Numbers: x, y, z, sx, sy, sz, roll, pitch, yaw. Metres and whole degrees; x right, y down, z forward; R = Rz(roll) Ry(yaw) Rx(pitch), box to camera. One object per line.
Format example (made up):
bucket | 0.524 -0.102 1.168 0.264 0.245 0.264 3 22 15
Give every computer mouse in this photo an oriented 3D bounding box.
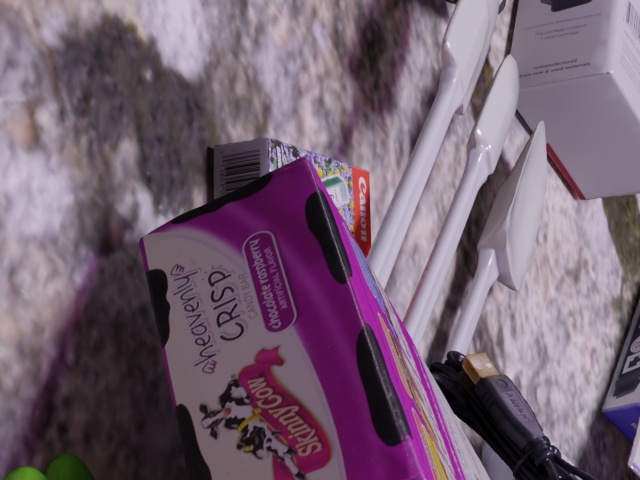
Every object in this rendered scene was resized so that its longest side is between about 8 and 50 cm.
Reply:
computer mouse | 0.097 0.114 0.787 0.106 0.042 0.193 48 -3 24

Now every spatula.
spatula | 0.061 0.000 0.776 0.168 0.019 0.242 76 29 -46

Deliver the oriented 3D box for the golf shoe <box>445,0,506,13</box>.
golf shoe | 0.082 -0.198 0.858 0.086 0.067 0.186 47 55 -53

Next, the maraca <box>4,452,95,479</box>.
maraca | -0.056 0.145 0.519 0.127 0.099 0.185 54 15 -42

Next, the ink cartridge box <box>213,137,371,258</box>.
ink cartridge box | 0.000 0.000 0.704 0.115 0.029 0.063 14 72 -57

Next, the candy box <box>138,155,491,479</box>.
candy box | 0.026 0.108 0.608 0.233 0.071 0.159 59 8 -39

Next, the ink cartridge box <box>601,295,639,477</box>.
ink cartridge box | 0.253 0.127 1.014 0.206 0.045 0.208 44 42 -13

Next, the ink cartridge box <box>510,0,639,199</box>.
ink cartridge box | 0.158 -0.115 0.963 0.109 0.063 0.150 47 45 -44
